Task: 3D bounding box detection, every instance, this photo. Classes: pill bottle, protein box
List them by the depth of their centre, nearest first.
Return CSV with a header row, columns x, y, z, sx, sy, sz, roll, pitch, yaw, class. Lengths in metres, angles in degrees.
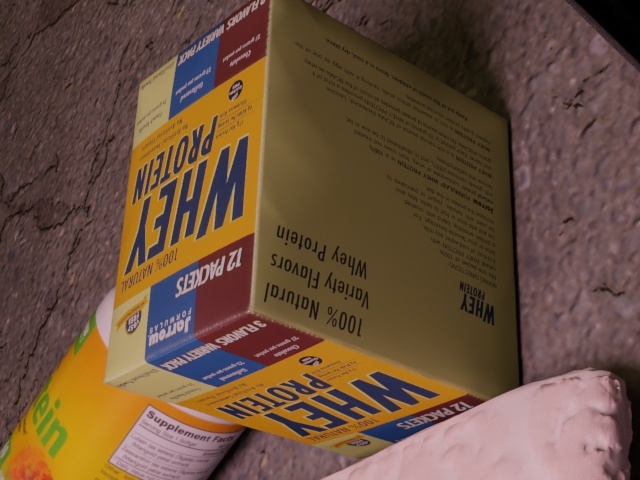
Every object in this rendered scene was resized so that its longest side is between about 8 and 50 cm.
x,y,z,sx,sy,sz,roll,pitch,yaw,class
0.000,0.000,0.702,0.136,0.199,0.201,-27,51,43,protein box
-0.122,0.113,0.852,0.246,0.136,0.136,-54,36,17,pill bottle

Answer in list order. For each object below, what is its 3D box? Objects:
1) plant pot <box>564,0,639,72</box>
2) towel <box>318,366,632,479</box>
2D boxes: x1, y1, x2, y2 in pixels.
x,y,z,sx,sy,sz,roll,pitch,yaw,class
0.195,-0.229,0.609,0.187,0.188,0.167,-30,37,41,plant pot
0.022,0.250,0.590,0.317,0.053,0.332,-33,31,40,towel
